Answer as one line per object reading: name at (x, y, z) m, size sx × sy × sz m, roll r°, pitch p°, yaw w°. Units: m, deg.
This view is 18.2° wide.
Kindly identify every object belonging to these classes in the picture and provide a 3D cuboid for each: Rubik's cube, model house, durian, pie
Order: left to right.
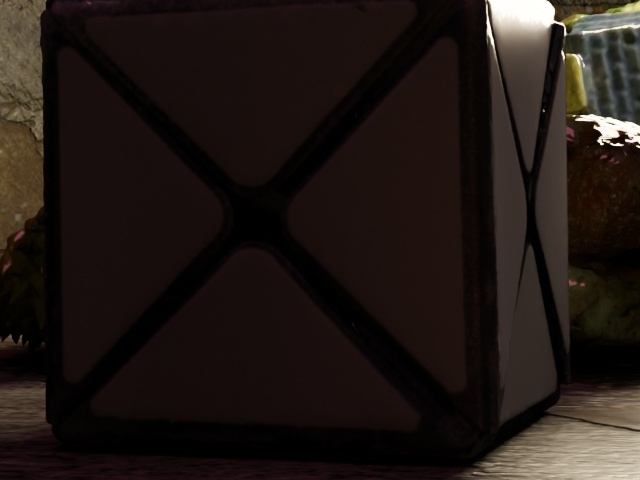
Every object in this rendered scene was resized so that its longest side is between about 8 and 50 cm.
durian at (-0.166, 0.006, 1.559) m, size 0.157 × 0.169 × 0.355 m, roll 2°, pitch 2°, yaw 11°
Rubik's cube at (0.002, -0.019, 1.153) m, size 0.260 × 0.254 × 0.259 m, roll 1°, pitch 4°, yaw 15°
pie at (0.200, 0.007, 1.585) m, size 0.395 × 0.180 × 0.418 m, roll 8°, pitch -5°, yaw 38°
model house at (0.269, -0.078, 1.971) m, size 0.261 × 0.321 × 0.266 m, roll -6°, pitch 1°, yaw 31°
